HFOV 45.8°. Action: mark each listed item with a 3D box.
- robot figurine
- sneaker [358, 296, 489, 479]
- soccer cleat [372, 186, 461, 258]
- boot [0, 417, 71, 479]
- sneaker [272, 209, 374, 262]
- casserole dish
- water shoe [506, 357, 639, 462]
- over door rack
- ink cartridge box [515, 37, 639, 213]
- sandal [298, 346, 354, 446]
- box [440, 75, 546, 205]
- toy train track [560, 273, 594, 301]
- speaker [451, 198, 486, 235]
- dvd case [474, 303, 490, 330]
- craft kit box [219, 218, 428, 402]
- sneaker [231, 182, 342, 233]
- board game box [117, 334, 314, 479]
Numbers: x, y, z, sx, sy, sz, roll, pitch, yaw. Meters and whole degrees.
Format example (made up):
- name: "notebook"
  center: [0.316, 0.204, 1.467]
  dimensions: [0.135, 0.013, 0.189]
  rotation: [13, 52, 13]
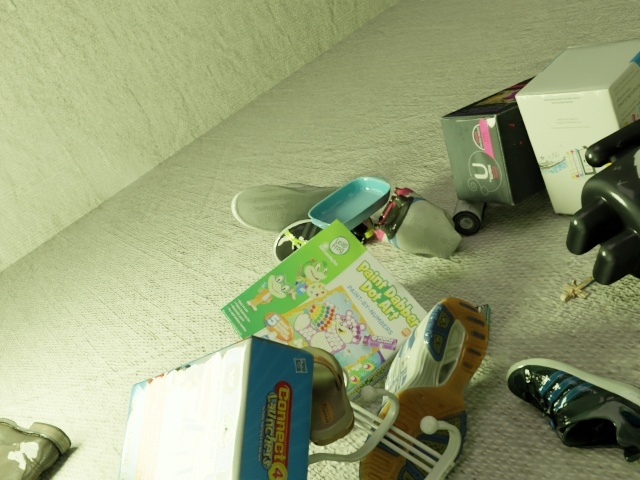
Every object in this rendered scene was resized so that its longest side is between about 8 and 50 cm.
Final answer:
- name: "robot figurine"
  center: [0.475, -0.055, 1.037]
  dimensions: [0.278, 0.209, 0.173]
  rotation: [-31, 11, -4]
- name: "sneaker"
  center: [0.130, 0.219, 0.999]
  dimensions: [0.296, 0.111, 0.131]
  rotation: [-57, 2, -30]
- name: "soccer cleat"
  center: [0.180, -0.020, 1.408]
  dimensions: [0.116, 0.143, 0.331]
  rotation: [-60, 1, 7]
- name: "boot"
  center: [-0.598, 0.433, 1.367]
  dimensions: [0.262, 0.091, 0.229]
  rotation: [-11, 29, 31]
- name: "sneaker"
  center: [0.000, 0.000, 1.571]
  dimensions: [0.234, 0.084, 0.097]
  rotation: [-20, 26, 19]
- name: "casserole dish"
  center: [0.063, -0.069, 1.540]
  dimensions: [0.188, 0.037, 0.114]
  rotation: [-37, 37, -26]
- name: "water shoe"
  center: [0.288, 0.193, 0.880]
  dimensions: [0.080, 0.073, 0.203]
  rotation: [-45, 28, -27]
- name: "over door rack"
  center: [-0.015, 0.301, 0.836]
  dimensions: [0.324, 0.108, 0.239]
  rotation: [-59, 30, -10]
- name: "ink cartridge box"
  center: [0.461, -0.179, 1.230]
  dimensions: [0.171, 0.233, 0.168]
  rotation: [-42, 29, -28]
- name: "sandal"
  center: [-0.008, 0.164, 0.864]
  dimensions: [0.072, 0.049, 0.180]
  rotation: [-31, 24, 0]
- name: "box"
  center: [0.373, -0.189, 1.367]
  dimensions: [0.270, 0.165, 0.143]
  rotation: [-26, 20, -27]
- name: "toy train track"
  center: [0.384, 0.060, 1.110]
  dimensions: [0.083, 0.014, 0.048]
  rotation: [-34, 24, -12]
- name: "speaker"
  center: [0.284, -0.068, 1.427]
  dimensions: [0.055, 0.055, 0.136]
  rotation: [-16, 27, 28]
- name: "dvd case"
  center: [0.200, 0.140, 1.157]
  dimensions: [0.119, 0.013, 0.087]
  rotation: [-17, 26, 23]
- name: "craft kit box"
  center: [0.009, 0.126, 1.175]
  dimensions: [0.246, 0.061, 0.250]
  rotation: [-37, 59, -11]
- name: "sneaker"
  center: [-0.088, -0.076, 1.712]
  dimensions: [0.292, 0.108, 0.169]
  rotation: [-2, 5, -30]
- name: "board game box"
  center: [-0.136, 0.294, 0.857]
  dimensions: [0.302, 0.086, 0.309]
  rotation: [-27, 52, 48]
